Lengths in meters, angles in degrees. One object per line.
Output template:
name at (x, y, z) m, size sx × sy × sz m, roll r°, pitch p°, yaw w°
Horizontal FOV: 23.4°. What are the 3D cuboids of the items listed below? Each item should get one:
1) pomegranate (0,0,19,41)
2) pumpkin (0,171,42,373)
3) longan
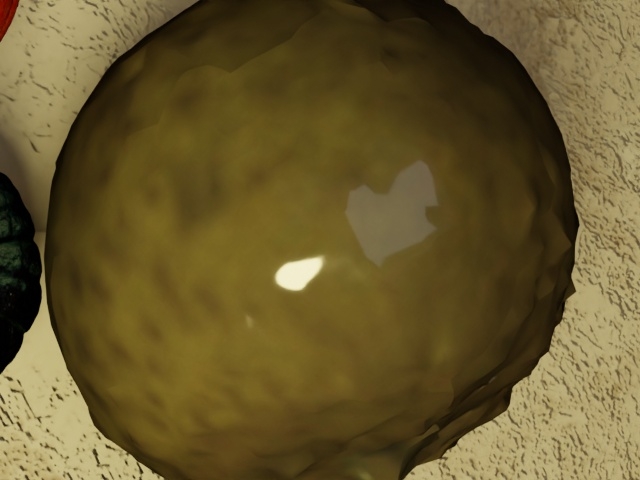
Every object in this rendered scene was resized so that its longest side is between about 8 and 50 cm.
pomegranate at (-0.314, -0.175, 1.041) m, size 0.210 × 0.210 × 0.235 m, roll 39°, pitch 89°, yaw -19°
pumpkin at (-0.289, 0.023, 1.051) m, size 0.202 × 0.140 × 0.202 m, roll 2°, pitch 82°, yaw -13°
longan at (0.000, 0.000, 1.086) m, size 0.391 × 0.391 × 0.391 m, roll 6°, pitch 77°, yaw -30°
